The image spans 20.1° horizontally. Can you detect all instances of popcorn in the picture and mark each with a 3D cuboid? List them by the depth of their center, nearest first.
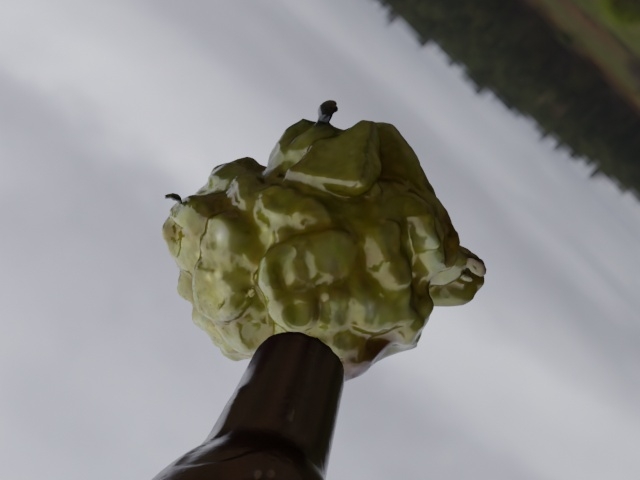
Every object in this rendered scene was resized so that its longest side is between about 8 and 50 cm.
[{"bbox_3d":[0.000,0.002,1.207,0.218,0.189,0.169,-88,-27,-74],"label":"popcorn"}]

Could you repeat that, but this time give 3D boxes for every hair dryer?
[{"bbox_3d":[-0.120,0.218,0.985,0.123,0.340,0.312,44,-158,-13],"label":"hair dryer"}]
